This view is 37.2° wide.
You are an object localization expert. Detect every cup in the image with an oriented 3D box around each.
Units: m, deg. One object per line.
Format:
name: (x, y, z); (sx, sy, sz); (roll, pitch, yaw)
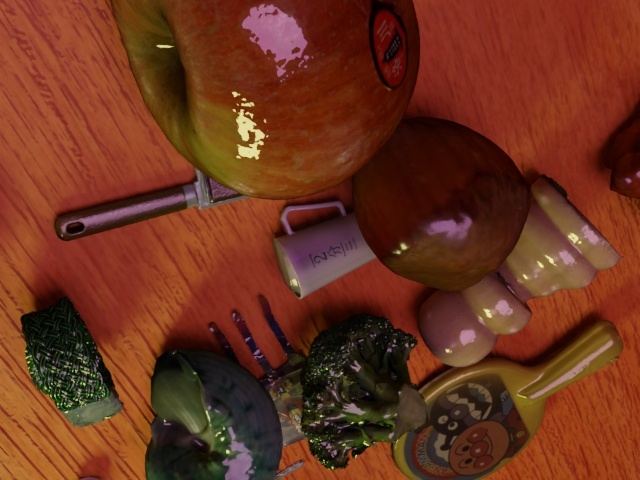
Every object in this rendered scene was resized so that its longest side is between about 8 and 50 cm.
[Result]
cup: (0.000, 0.000, 1.108); (0.116, 0.074, 0.104); (-24, 95, -13)

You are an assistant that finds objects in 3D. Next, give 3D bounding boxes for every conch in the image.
conch: (-0.134, 0.238, 1.139); (0.134, 0.196, 0.202); (0, 139, -49)

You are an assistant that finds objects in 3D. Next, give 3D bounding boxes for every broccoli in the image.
broccoli: (0.046, 0.183, 1.161); (0.195, 0.156, 0.196); (-17, 119, -35)

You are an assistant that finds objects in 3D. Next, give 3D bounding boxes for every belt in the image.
belt: (-0.277, 0.139, 1.030); (0.079, 0.121, 0.151); (-26, 128, -10)

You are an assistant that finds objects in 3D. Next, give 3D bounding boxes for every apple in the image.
apple: (-0.039, -0.194, 0.865); (0.250, 0.277, 0.309); (-29, 150, -21)

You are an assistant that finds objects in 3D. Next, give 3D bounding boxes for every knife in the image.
knife: (-0.121, -0.064, 1.041); (0.342, 0.027, 0.061); (-15, 117, -15)

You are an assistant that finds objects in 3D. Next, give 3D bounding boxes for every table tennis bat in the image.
table tennis bat: (0.268, 0.230, 1.347); (0.368, 0.054, 0.224); (-32, 125, 1)

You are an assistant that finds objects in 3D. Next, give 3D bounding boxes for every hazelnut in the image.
hazelnut: (0.134, -0.047, 1.041); (0.210, 0.186, 0.210); (-2, 93, -50)

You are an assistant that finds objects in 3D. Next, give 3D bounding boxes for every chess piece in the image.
chess piece: (0.233, 0.051, 1.200); (0.261, 0.143, 0.142); (-42, 124, 12)

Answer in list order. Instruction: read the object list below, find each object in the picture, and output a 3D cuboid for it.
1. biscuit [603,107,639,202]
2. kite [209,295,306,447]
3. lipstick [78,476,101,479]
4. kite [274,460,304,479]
biscuit: (0.551, -0.120, 1.239); (0.312, 0.110, 0.318); (33, 101, -31)
kite: (-0.058, 0.175, 1.205); (0.141, 0.015, 0.245); (-31, 125, -7)
lipstick: (-0.294, 0.360, 1.192); (0.038, 0.038, 0.131); (0, 117, -22)
kite: (-0.091, 0.338, 1.285); (0.152, 0.005, 0.137); (-38, 125, 0)
